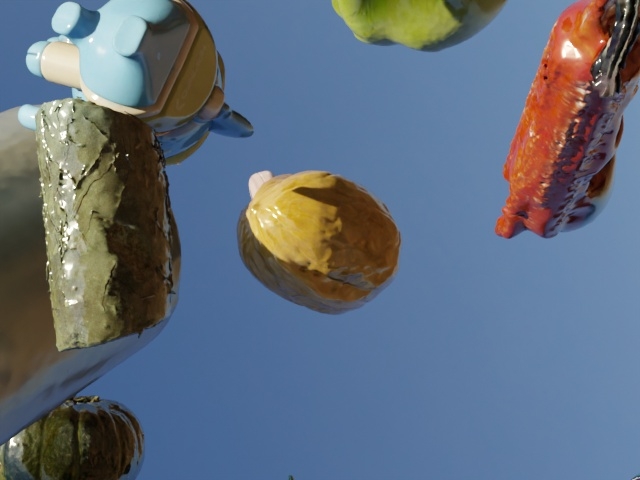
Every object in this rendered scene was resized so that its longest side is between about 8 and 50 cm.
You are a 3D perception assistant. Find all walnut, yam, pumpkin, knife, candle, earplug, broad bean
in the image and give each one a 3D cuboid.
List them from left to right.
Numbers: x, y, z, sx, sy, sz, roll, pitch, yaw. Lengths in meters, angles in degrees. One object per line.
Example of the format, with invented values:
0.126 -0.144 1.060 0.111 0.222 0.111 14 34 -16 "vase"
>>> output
-0.372 0.054 1.124 0.313 0.312 0.394 59 -147 -3 "earplug"
-0.346 0.274 1.494 0.223 0.223 0.157 10 -98 -50 "pumpkin"
-0.162 -0.009 0.849 0.107 0.107 0.183 7 -105 -51 "yam"
-0.046 -0.007 1.501 0.336 0.043 0.081 -120 16 -62 "knife"
0.000 0.000 1.249 0.206 0.159 0.159 23 -132 -40 "walnut"
0.127 -0.348 1.369 0.119 0.291 0.238 -19 -108 -48 "broad bean"
0.141 -0.066 0.601 0.059 0.084 0.302 40 166 15 "candle"

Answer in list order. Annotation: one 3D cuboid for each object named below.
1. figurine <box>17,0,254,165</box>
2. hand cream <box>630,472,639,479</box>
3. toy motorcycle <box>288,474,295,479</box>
-0.166 -0.145 0.981 0.262 0.180 0.154 41 -137 -74 "figurine"
0.319 0.203 0.900 0.270 0.061 0.120 -3 -114 -55 "hand cream"
-0.024 0.446 1.650 0.190 0.106 0.074 55 170 -8 "toy motorcycle"
